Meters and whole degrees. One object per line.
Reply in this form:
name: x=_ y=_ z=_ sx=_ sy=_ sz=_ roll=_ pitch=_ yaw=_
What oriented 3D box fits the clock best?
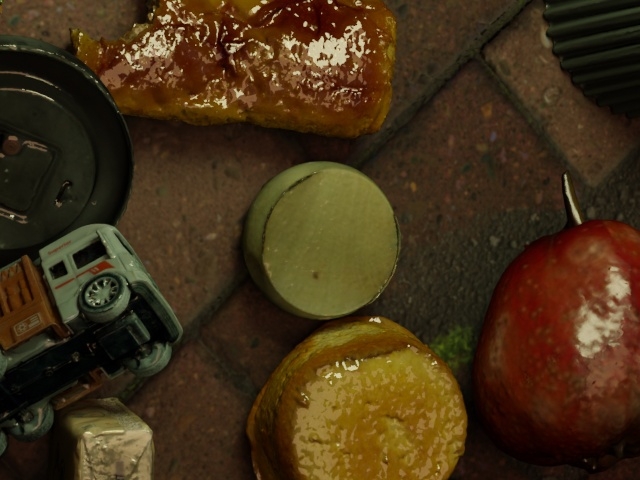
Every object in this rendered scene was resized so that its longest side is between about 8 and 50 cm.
clock: x=-0.340 y=-0.087 z=1.656 sx=0.281 sy=0.055 sz=0.280 roll=-5 pitch=116 yaw=-11

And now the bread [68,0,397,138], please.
bread: x=-0.100 y=-0.219 z=1.756 sx=0.380 sy=0.109 sz=0.185 roll=4 pitch=91 yaw=-16

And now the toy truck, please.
toy truck: x=-0.314 y=0.104 z=1.637 sx=0.305 sy=0.162 sz=0.136 roll=-29 pitch=139 yaw=-1

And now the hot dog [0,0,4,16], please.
hot dog: x=-0.468 y=-0.275 z=1.649 sx=0.250 sy=0.076 sz=0.104 roll=13 pitch=89 yaw=-20

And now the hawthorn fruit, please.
hawthorn fruit: x=0.317 y=0.096 z=1.833 sx=0.285 sy=0.285 sz=0.369 roll=-3 pitch=84 yaw=-18

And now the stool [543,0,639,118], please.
stool: x=0.470 y=-0.296 z=1.824 sx=0.297 sy=0.330 sz=0.297 roll=-1 pitch=93 yaw=-18

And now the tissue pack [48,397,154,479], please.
tissue pack: x=-0.244 y=0.260 z=1.681 sx=0.092 sy=0.196 sz=0.148 roll=1 pitch=93 yaw=-17

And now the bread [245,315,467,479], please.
bread: x=0.049 y=0.222 z=1.801 sx=0.268 sy=0.146 sz=0.268 roll=0 pitch=89 yaw=-15

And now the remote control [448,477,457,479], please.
remote control: x=0.260 y=0.395 z=1.935 sx=0.377 sy=0.044 sz=0.107 roll=24 pitch=88 yaw=-17

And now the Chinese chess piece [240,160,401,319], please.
Chinese chess piece: x=0.000 y=0.000 z=1.815 sx=0.188 sy=0.083 sz=0.188 roll=-2 pitch=95 yaw=-21
